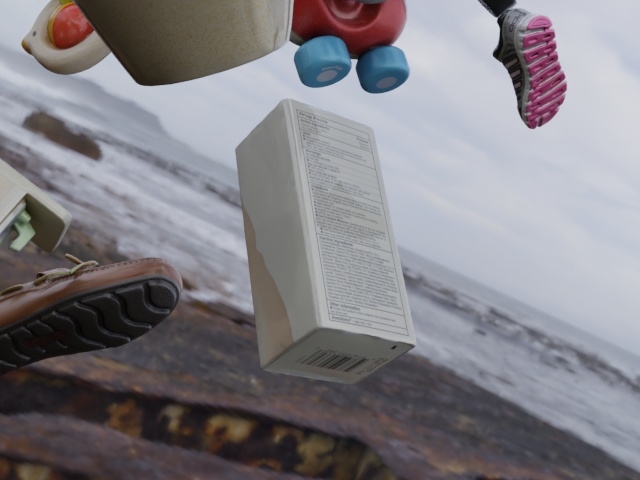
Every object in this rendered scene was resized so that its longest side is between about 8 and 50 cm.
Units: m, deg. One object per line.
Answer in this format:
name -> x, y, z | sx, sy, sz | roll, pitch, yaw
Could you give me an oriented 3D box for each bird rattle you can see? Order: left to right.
bird rattle -> -0.332, -0.328, 1.589 | 0.253, 0.207, 0.143 | 29, -10, 28

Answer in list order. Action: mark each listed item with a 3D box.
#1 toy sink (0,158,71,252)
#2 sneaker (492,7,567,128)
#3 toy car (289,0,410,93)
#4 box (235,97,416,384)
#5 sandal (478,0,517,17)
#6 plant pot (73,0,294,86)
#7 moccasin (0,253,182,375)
toy sink -> -0.474, -0.035, 1.434 | 0.234, 0.131, 0.153 | 38, -27, -7
sneaker -> 0.248, -0.212, 1.298 | 0.075, 0.063, 0.170 | 51, -13, 44
toy car -> 0.067, -0.349, 1.421 | 0.210, 0.219, 0.238 | 0, -25, -39
box -> 0.000, 0.000, 1.282 | 0.148, 0.311, 0.121 | 15, -38, -34
sandal -> 0.160, -0.531, 1.608 | 0.446, 0.107, 0.167 | 45, 12, -18
plant pot -> -0.120, -0.263, 0.794 | 0.257, 0.274, 0.256 | -13, 21, 5
moccasin -> -0.369, 0.094, 1.581 | 0.380, 0.147, 0.139 | -22, -47, 27
